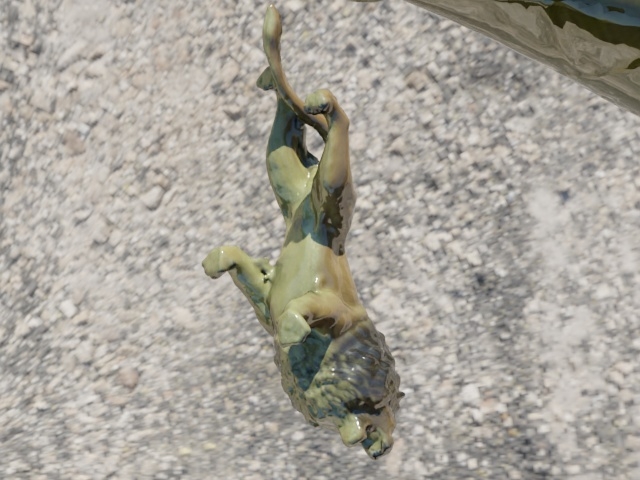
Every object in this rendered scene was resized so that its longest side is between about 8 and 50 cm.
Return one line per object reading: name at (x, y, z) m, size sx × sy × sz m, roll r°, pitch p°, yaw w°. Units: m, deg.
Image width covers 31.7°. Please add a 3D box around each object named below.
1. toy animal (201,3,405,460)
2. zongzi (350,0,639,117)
toy animal at (-0.012, 0.001, 0.529) m, size 0.086 × 0.069 × 0.219 m, roll -20°, pitch 107°, yaw -47°
zongzi at (0.272, -0.025, 0.564) m, size 0.418 × 0.181 × 0.447 m, roll -23°, pitch 83°, yaw -17°
